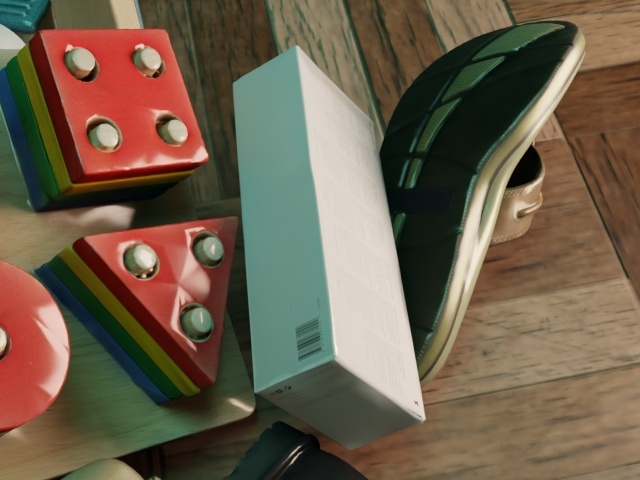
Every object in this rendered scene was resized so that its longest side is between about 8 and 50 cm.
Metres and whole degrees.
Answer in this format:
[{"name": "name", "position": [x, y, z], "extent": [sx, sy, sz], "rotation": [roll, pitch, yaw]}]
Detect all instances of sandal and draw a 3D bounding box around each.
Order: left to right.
[{"name": "sandal", "position": [0.095, -0.026, 0.754], "extent": [0.120, 0.086, 0.303], "rotation": [11, 68, 45]}]

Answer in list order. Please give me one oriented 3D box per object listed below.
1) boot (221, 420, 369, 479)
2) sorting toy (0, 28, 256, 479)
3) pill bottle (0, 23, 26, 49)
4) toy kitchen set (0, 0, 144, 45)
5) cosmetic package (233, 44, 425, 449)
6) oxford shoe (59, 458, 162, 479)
[{"name": "boot", "position": [0.004, 0.225, 0.560], "extent": [0.207, 0.094, 0.246], "rotation": [23, 52, 24]}, {"name": "sorting toy", "position": [-0.156, -0.001, 0.609], "extent": [0.257, 0.089, 0.256], "rotation": [-10, 77, -44]}, {"name": "pill bottle", "position": [-0.284, -0.086, 0.813], "extent": [0.094, 0.094, 0.169], "rotation": [16, 55, 15]}, {"name": "toy kitchen set", "position": [-0.235, -0.233, 0.902], "extent": [0.207, 0.122, 0.166], "rotation": [8, 54, 9]}, {"name": "cosmetic package", "position": [0.000, 0.000, 0.679], "extent": [0.060, 0.099, 0.239], "rotation": [-28, 48, 25]}, {"name": "oxford shoe", "position": [-0.239, 0.208, 0.477], "extent": [0.397, 0.140, 0.146], "rotation": [-37, 87, -29]}]
